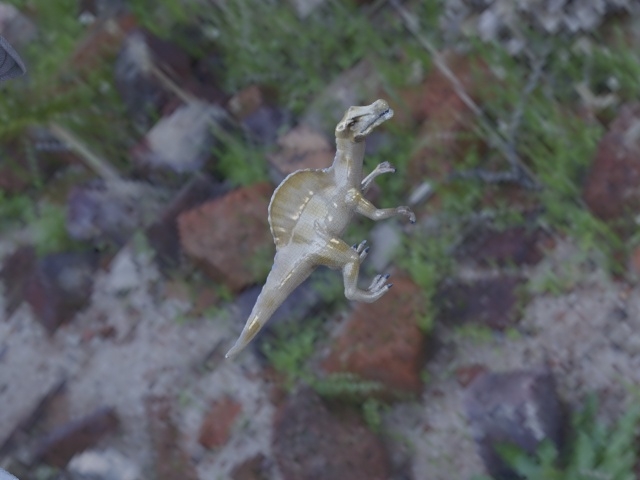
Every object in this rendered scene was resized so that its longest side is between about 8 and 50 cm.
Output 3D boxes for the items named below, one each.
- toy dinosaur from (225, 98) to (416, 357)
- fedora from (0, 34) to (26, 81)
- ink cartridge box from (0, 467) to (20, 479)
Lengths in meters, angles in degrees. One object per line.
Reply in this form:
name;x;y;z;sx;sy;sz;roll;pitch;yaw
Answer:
toy dinosaur;0.000;0.000;1.104;0.053;0.093;0.183;22;82;55
fedora;-0.299;-0.083;0.967;0.244;0.275;0.124;9;76;16
ink cartridge box;-0.284;0.240;1.004;0.307;0.072;0.303;24;95;38
